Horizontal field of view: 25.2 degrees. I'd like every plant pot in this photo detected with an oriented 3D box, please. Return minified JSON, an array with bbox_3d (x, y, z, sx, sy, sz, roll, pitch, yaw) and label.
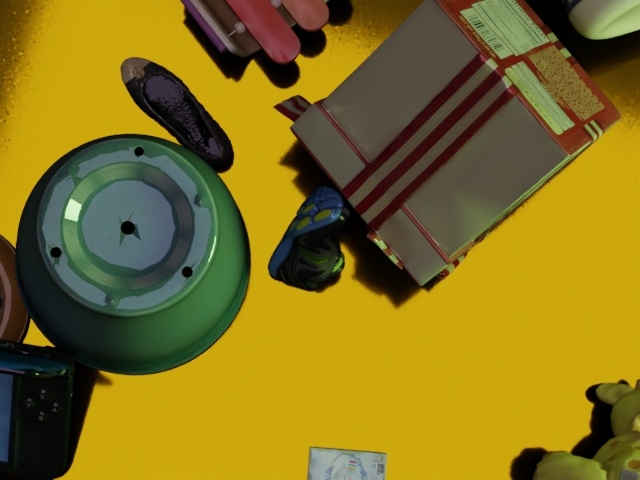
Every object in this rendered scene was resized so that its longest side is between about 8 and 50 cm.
[{"bbox_3d":[-0.202,0.003,1.543,0.272,0.255,0.271,1,82,-7],"label":"plant pot"}]

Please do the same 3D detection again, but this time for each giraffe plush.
[{"bbox_3d":[0.347,0.242,1.596,0.181,0.210,0.170,29,55,6],"label":"giraffe plush"}]

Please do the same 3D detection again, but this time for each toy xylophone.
[{"bbox_3d":[-0.039,-0.362,1.688,0.236,0.081,0.323,45,84,4],"label":"toy xylophone"}]

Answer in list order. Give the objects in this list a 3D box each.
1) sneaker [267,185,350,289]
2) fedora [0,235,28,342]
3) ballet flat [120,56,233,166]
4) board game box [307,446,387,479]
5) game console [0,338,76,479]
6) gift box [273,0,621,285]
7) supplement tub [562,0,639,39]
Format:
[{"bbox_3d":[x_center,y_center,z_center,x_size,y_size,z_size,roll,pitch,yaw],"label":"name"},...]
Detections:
[{"bbox_3d":[0.000,0.000,1.601,0.078,0.188,0.067,29,60,-3],"label":"sneaker"},{"bbox_3d":[-0.427,0.067,1.631,0.194,0.079,0.194,0,84,-1],"label":"fedora"},{"bbox_3d":[-0.166,-0.155,1.676,0.173,0.049,0.057,43,83,4],"label":"ballet flat"},{"bbox_3d":[0.028,0.285,1.643,0.090,0.020,0.090,5,83,-1],"label":"board game box"},{"bbox_3d":[-0.423,0.175,1.521,0.293,0.173,0.250,10,118,1],"label":"game console"},{"bbox_3d":[0.126,-0.120,1.544,0.258,0.276,0.255,-43,79,31],"label":"gift box"},{"bbox_3d":[0.339,-0.413,1.627,0.228,0.228,0.316,-22,84,-4],"label":"supplement tub"}]
